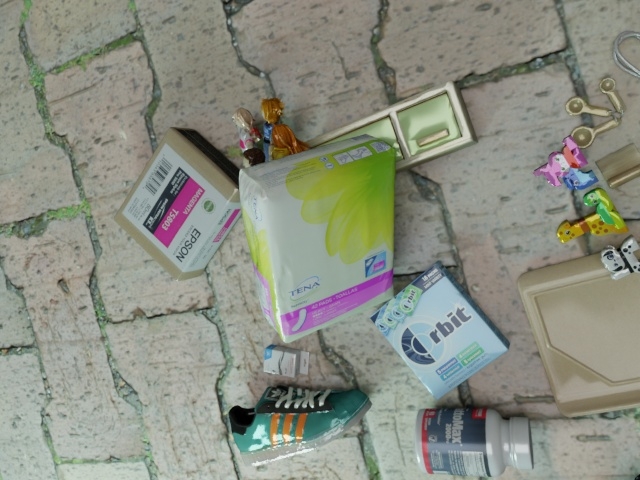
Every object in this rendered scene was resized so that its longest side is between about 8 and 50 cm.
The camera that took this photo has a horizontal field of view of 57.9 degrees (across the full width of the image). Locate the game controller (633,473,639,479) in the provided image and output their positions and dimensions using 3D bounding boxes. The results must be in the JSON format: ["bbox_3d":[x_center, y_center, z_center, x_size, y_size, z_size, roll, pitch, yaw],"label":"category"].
[{"bbox_3d":[0.510,0.514,0.911,0.166,0.067,0.319,29,107,16],"label":"game controller"}]

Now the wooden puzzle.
[{"bbox_3d":[0.451,0.139,0.903,0.221,0.044,0.239,-18,85,23],"label":"wooden puzzle"}]

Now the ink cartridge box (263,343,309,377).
[{"bbox_3d":[-0.066,0.235,1.121,0.083,0.028,0.048,7,99,20],"label":"ink cartridge box"}]

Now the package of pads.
[{"bbox_3d":[0.000,0.000,0.906,0.101,0.229,0.296,45,147,48],"label":"package of pads"}]

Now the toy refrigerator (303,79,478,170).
[{"bbox_3d":[0.112,-0.162,0.966,0.269,0.094,0.102,-19,89,22],"label":"toy refrigerator"}]

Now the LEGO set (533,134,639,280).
[{"bbox_3d":[0.394,-0.041,0.879,0.093,0.087,0.227,-32,91,25],"label":"LEGO set"}]

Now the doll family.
[{"bbox_3d":[-0.078,-0.149,0.983,0.118,0.263,0.163,-11,126,-8],"label":"doll family"}]

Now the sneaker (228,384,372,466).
[{"bbox_3d":[-0.052,0.325,1.084,0.302,0.108,0.121,-28,91,23],"label":"sneaker"}]

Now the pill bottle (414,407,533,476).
[{"bbox_3d":[0.256,0.335,0.965,0.180,0.108,0.108,-7,94,21],"label":"pill bottle"}]

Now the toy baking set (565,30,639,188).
[{"bbox_3d":[0.485,-0.201,0.849,0.197,0.030,0.256,39,109,13],"label":"toy baking set"}]

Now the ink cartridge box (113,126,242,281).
[{"bbox_3d":[-0.264,-0.071,1.128,0.193,0.088,0.235,41,108,13],"label":"ink cartridge box"}]

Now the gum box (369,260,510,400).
[{"bbox_3d":[0.203,0.155,0.999,0.157,0.041,0.184,-42,80,21],"label":"gum box"}]
